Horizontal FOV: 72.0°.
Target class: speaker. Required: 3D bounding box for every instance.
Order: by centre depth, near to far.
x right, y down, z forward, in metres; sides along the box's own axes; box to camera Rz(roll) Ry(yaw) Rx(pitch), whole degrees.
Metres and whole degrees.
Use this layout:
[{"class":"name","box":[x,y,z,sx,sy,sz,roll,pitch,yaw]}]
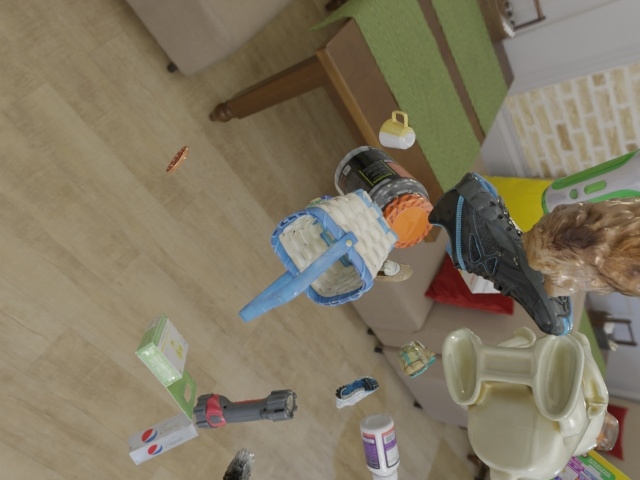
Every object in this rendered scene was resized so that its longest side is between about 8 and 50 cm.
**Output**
[{"class":"speaker","box":[0.651,-0.118,0.995,0.131,0.296,0.131,3,79,-15]}]

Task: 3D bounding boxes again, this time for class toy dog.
[{"class":"toy dog","box":[0.514,0.382,0.992,0.408,0.285,0.395,21,60,-41]}]

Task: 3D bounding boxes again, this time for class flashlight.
[{"class":"flashlight","box":[-0.217,0.485,1.281,0.103,0.304,0.103,51,30,-55]}]

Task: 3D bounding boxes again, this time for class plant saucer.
[{"class":"plant saucer","box":[-0.348,-0.197,1.077,0.013,0.083,0.083,37,63,-28]}]

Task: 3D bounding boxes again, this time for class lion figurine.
[{"class":"lion figurine","box":[0.394,0.061,0.390,0.240,0.392,0.142,0,111,-20]}]

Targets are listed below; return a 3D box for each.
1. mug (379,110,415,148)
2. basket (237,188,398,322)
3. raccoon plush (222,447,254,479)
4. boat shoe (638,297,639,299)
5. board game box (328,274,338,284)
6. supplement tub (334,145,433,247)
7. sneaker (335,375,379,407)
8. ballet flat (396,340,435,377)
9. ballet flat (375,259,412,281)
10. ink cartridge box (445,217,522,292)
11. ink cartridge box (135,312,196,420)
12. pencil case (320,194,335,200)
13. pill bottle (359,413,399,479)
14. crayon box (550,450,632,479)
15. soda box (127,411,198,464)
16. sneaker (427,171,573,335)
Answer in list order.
[{"class":"mug","box":[0.169,-0.233,0.959,0.062,0.064,0.078,-47,134,-9]},{"class":"basket","box":[-0.015,0.043,0.845,0.201,0.255,0.289,50,55,-6]},{"class":"raccoon plush","box":[-0.398,0.838,1.304,0.446,0.299,0.216,-64,153,-56]},{"class":"boat shoe","box":[0.770,0.061,1.024,0.121,0.335,0.119,-26,124,-4]},{"class":"board game box","box":[-0.002,0.135,1.636,0.136,0.260,0.030,18,67,-19]},{"class":"supplement tub","box":[0.191,-0.136,1.342,0.207,0.338,0.207,-11,127,-15]},{"class":"sneaker","box":[0.131,0.567,1.635,0.191,0.071,0.082,-10,127,-28]},{"class":"ballet flat","box":[0.343,0.417,1.588,0.348,0.123,0.123,32,64,-68]},{"class":"ballet flat","box":[0.191,0.093,1.420,0.067,0.206,0.073,68,24,-60]},{"class":"ink cartridge box","box":[0.538,0.031,1.408,0.168,0.232,0.171,-1,129,-10]},{"class":"ink cartridge box","box":[-0.373,0.323,1.143,0.056,0.171,0.235,-32,108,-1]},{"class":"pencil case","box":[0.134,-0.140,2.181,0.306,0.133,0.119,10,117,-6]},{"class":"pill bottle","box":[0.191,0.663,1.396,0.108,0.108,0.193,-14,96,-45]},{"class":"crayon box","box":[0.741,0.681,1.238,0.165,0.278,0.081,-36,132,-15]},{"class":"soda box","box":[-0.534,0.667,1.498,0.216,0.074,0.069,-21,123,-16]},{"class":"sneaker","box":[0.340,0.036,0.841,0.125,0.140,0.340,6,51,-49]}]
